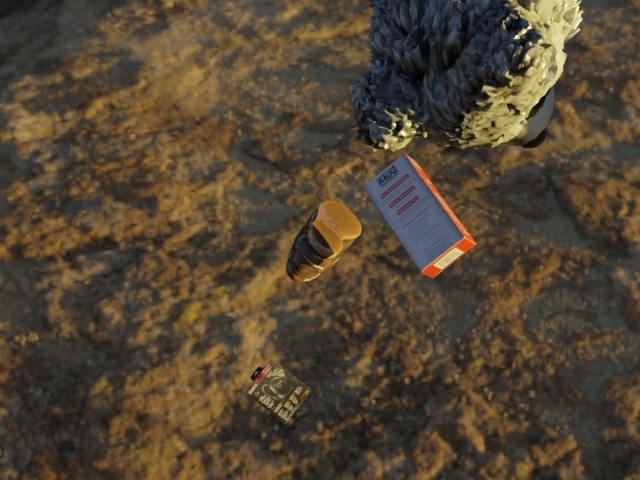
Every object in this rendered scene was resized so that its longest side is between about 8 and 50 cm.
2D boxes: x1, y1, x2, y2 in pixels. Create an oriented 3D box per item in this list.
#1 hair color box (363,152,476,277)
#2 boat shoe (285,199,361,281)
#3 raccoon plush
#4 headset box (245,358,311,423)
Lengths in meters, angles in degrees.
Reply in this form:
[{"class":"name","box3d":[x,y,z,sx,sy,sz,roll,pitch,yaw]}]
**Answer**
[{"class":"hair color box","box3d":[0.121,-0.031,1.079,0.072,0.043,0.141,-39,63,16]},{"class":"boat shoe","box3d":[0.000,0.000,1.221,0.073,0.073,0.207,42,22,3]},{"class":"raccoon plush","box3d":[0.044,-0.263,0.692,0.446,0.216,0.299,41,45,-2]},{"class":"headset box","box3d":[-0.064,0.217,1.273,0.083,0.032,0.062,37,83,5]}]
